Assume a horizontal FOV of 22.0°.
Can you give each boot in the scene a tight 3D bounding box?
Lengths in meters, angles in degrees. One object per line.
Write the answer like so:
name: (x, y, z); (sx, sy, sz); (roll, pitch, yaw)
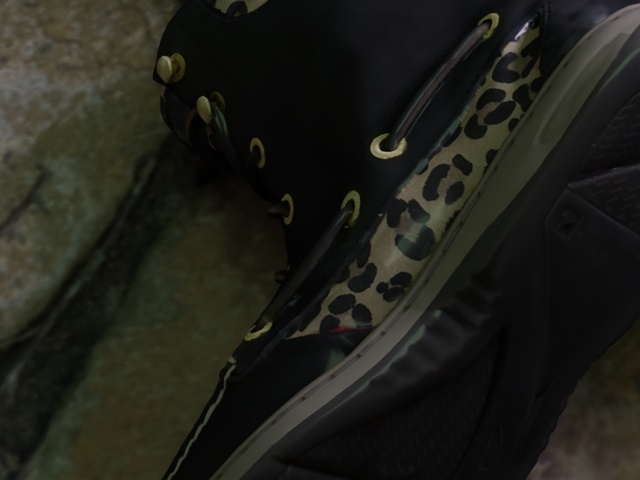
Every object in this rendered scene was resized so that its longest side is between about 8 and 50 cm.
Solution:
boot: (0.000, 0.000, 0.804); (0.377, 0.138, 0.284); (-53, 41, 9)
